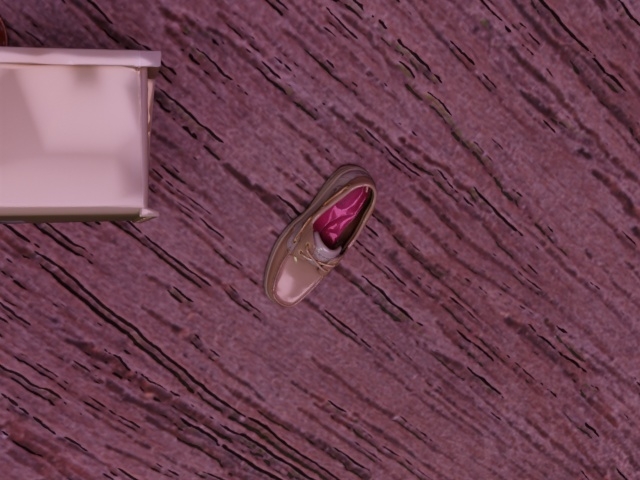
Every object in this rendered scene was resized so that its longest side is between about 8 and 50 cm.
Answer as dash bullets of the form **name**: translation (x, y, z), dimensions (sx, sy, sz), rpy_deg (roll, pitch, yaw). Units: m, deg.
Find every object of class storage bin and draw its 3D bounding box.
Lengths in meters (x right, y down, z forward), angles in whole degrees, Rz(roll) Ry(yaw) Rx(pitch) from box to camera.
- **storage bin**: translation (-0.270, -0.074, 0.770), dimensions (0.262, 0.260, 0.123), rpy_deg (-2, 91, -14)

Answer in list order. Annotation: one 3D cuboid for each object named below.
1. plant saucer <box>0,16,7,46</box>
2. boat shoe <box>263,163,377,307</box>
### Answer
- **plant saucer**: translation (-0.325, -0.182, 0.847), dimensions (0.083, 0.013, 0.083), rpy_deg (-4, 108, -14)
- **boat shoe**: translation (0.000, 0.000, 0.963), dimensions (0.063, 0.059, 0.170), rpy_deg (29, 98, -21)
